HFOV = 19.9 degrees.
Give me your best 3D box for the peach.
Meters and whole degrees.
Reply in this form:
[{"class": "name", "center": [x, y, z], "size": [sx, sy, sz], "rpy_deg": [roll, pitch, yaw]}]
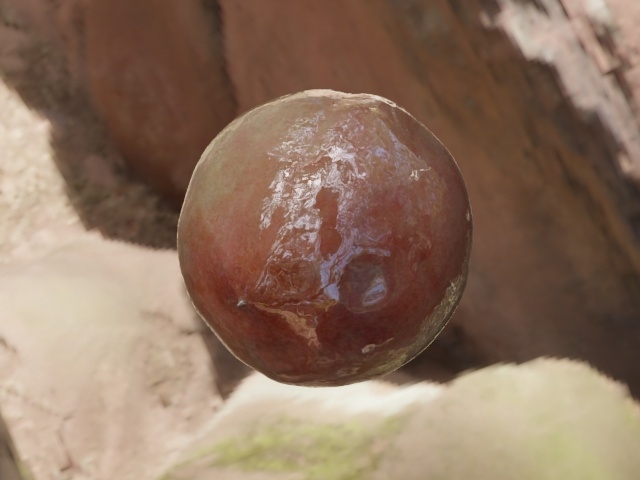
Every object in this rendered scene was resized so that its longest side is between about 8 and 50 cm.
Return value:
[{"class": "peach", "center": [0.002, 0.000, 0.490], "size": [0.083, 0.083, 0.083], "rpy_deg": [26, 52, -39]}]
